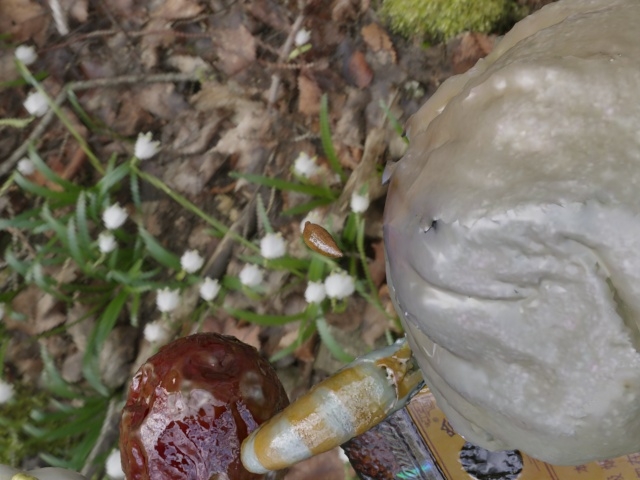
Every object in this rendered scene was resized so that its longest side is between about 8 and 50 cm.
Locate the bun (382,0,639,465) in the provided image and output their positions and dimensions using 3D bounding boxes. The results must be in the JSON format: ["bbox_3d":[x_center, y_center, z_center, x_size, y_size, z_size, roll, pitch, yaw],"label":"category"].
[{"bbox_3d":[0.140,-0.007,0.585,0.205,0.281,0.281,-3,117,11],"label":"bun"}]

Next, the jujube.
[{"bbox_3d":[-0.185,0.327,1.566,0.277,0.276,0.376,16,136,8],"label":"jujube"}]

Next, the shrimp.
[{"bbox_3d":[-0.005,0.197,1.084,0.068,0.185,0.287,58,148,7],"label":"shrimp"}]

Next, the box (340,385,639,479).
[{"bbox_3d":[0.242,0.256,1.324,0.415,0.116,0.264,-20,111,26],"label":"box"}]

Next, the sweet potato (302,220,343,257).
[{"bbox_3d":[0.000,0.000,1.363,0.095,0.034,0.034,41,139,48],"label":"sweet potato"}]

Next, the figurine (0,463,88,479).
[{"bbox_3d":[-0.381,0.317,1.139,0.236,0.155,0.127,14,86,-34],"label":"figurine"}]
